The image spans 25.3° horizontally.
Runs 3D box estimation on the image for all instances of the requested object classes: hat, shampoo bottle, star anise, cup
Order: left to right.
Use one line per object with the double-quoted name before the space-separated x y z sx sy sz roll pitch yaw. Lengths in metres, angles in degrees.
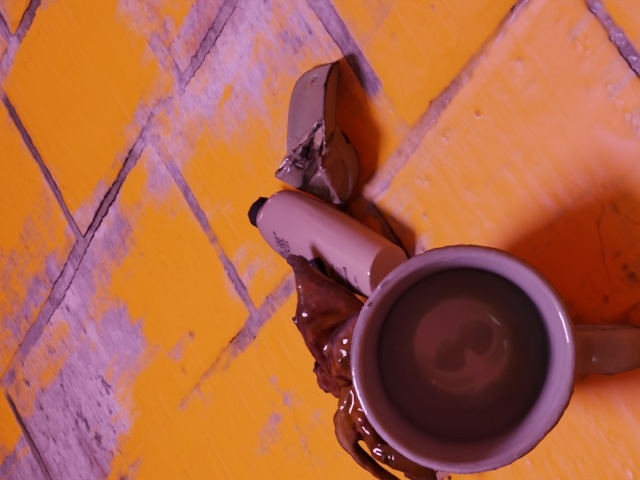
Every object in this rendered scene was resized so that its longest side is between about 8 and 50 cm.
"shampoo bottle" 0.000 0.000 1.815 0.257 0.078 0.127 27 150 45
"hat" 0.016 -0.133 1.762 0.147 0.085 0.175 -169 89 -67
"star anise" 0.052 0.180 1.761 0.349 0.109 0.292 75 169 -54
"cup" 0.192 0.112 1.522 0.257 0.301 0.227 -17 -77 -84
